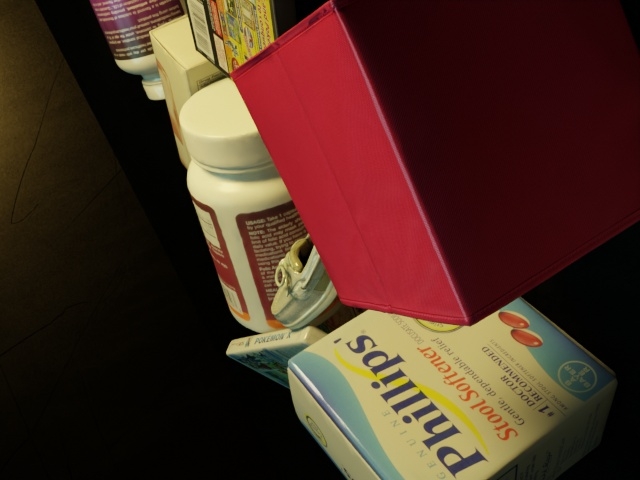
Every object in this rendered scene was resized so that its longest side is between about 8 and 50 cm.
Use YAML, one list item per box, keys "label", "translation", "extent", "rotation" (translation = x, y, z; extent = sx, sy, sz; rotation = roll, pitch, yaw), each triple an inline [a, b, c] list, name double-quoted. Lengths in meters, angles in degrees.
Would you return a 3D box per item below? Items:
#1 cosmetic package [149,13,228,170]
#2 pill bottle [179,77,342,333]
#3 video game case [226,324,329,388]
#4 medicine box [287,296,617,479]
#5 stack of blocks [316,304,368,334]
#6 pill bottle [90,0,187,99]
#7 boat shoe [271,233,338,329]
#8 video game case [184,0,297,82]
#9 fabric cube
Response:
- label: "cosmetic package"
  translation: [-0.176, -0.236, 1.368]
  extent: [0.129, 0.153, 0.296]
  rotation: [47, 155, 32]
- label: "pill bottle"
  translation: [-0.086, -0.055, 1.293]
  extent: [0.224, 0.224, 0.392]
  rotation: [40, 151, 44]
- label: "video game case"
  translation: [0.037, 0.243, 1.359]
  extent: [0.329, 0.036, 0.300]
  rotation: [31, 155, -21]
- label: "medicine box"
  translation: [0.153, 0.198, 0.968]
  extent: [0.263, 0.289, 0.149]
  rotation: [44, 154, 37]
- label: "stack of blocks"
  translation: [0.009, 0.146, 1.533]
  extent: [0.297, 0.087, 0.171]
  rotation: [23, 138, 59]
- label: "pill bottle"
  translation: [-0.302, -0.416, 1.379]
  extent: [0.181, 0.182, 0.322]
  rotation: [29, 143, 55]
- label: "boat shoe"
  translation: [0.000, 0.001, 1.143]
  extent: [0.320, 0.103, 0.118]
  rotation: [-56, 17, 37]
- label: "video game case"
  translation: [-0.113, -0.313, 1.057]
  extent: [0.248, 0.035, 0.274]
  rotation: [44, 156, 32]
- label: "fabric cube"
  translation: [0.111, -0.103, 0.716]
  extent: [0.258, 0.254, 0.259]
  rotation: [64, 160, -10]
